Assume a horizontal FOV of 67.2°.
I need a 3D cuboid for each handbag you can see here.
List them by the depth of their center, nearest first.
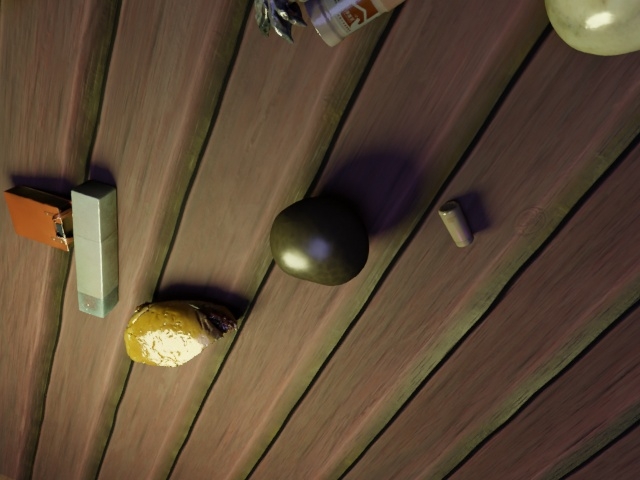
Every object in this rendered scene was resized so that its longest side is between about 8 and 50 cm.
[{"bbox_3d":[-0.697,-0.056,1.213,0.190,0.063,0.127,15,122,19],"label":"handbag"}]

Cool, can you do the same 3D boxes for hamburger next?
[{"bbox_3d":[-0.378,0.234,1.269,0.245,0.155,0.282,41,115,-3],"label":"hamburger"}]

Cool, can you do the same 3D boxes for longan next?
[{"bbox_3d":[0.000,0.000,1.023,0.212,0.198,0.198,12,121,13],"label":"longan"}]

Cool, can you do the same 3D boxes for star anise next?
[{"bbox_3d":[-0.073,-0.435,0.815,0.061,0.204,0.181,-11,96,-28],"label":"star anise"}]

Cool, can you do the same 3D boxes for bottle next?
[{"bbox_3d":[0.288,-0.033,1.015,0.045,0.045,0.097,-23,113,24],"label":"bottle"}]

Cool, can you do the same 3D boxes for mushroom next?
[{"bbox_3d":[0.455,-0.393,0.688,0.246,0.202,0.247,10,103,50],"label":"mushroom"}]

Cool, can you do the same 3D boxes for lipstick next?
[{"bbox_3d":[-0.575,0.030,1.237,0.079,0.076,0.372,17,122,6],"label":"lipstick"}]

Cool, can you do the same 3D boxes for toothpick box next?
[{"bbox_3d":[0.058,-0.414,0.820,0.148,0.098,0.099,-24,111,25],"label":"toothpick box"}]
